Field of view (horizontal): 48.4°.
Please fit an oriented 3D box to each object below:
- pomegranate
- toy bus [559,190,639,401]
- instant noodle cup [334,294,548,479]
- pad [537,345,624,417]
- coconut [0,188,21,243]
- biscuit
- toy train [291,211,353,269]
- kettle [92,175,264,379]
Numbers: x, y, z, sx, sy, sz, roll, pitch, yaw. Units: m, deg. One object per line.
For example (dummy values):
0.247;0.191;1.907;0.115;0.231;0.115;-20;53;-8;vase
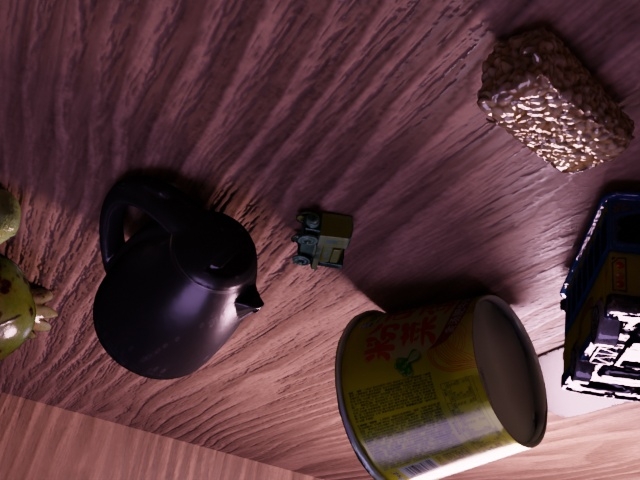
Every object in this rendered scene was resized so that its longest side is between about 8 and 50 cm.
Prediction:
-0.606;0.128;1.306;0.242;0.242;0.306;-15;163;41;pomegranate
0.381;0.081;0.862;0.138;0.175;0.287;6;152;10;toy bus
0.201;0.223;1.110;0.221;0.311;0.311;-22;138;33;instant noodle cup
0.531;0.287;1.326;0.323;0.055;0.250;18;152;-14;pad
-0.498;-0.039;1.075;0.088;0.096;0.088;-19;152;-11;coconut
0.216;-0.122;0.655;0.168;0.070;0.082;28;152;-33;biscuit
0.000;0.000;0.996;0.081;0.050;0.122;5;152;-4;toy train
-0.216;0.041;1.022;0.268;0.207;0.290;44;142;-2;kettle
